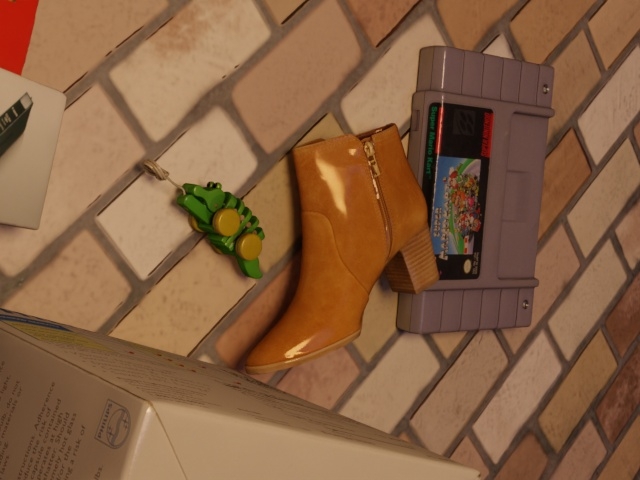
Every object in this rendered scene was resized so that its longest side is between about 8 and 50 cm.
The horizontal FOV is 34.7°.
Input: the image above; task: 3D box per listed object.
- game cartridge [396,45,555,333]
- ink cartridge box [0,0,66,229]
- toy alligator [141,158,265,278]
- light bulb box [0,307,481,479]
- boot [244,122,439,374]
[{"bbox_3d":[0.203,-0.059,1.318,0.230,0.068,0.355,0,96,-45],"label":"game cartridge"},{"bbox_3d":[-0.295,-0.142,0.801,0.275,0.060,0.239,16,86,-70],"label":"ink cartridge box"},{"bbox_3d":[-0.107,-0.034,1.055,0.051,0.056,0.189,-55,126,-21],"label":"toy alligator"},{"bbox_3d":[-0.129,0.223,0.874,0.358,0.361,0.225,22,84,-40],"label":"light bulb box"},{"bbox_3d":[0.001,0.000,1.136,0.295,0.104,0.211,-29,104,-33],"label":"boot"}]
